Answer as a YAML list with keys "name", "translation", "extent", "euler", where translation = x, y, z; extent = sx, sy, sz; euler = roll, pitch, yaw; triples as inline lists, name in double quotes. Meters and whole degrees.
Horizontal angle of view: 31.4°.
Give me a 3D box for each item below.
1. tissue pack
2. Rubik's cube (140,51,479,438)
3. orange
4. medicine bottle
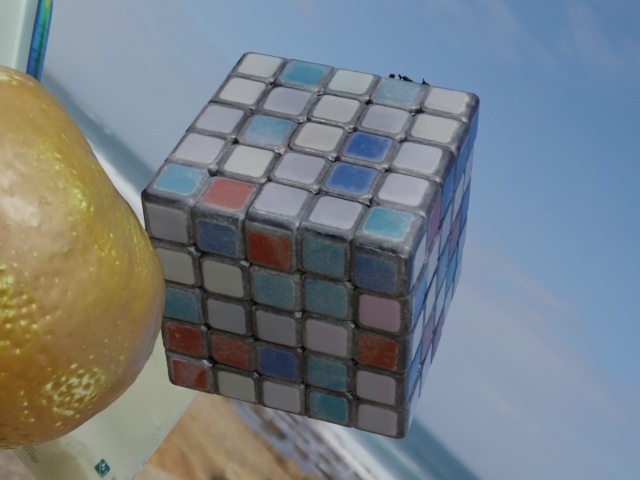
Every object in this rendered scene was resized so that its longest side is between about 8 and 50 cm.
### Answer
- name: "tissue pack"
  translation: [-0.397, 0.193, 1.803]
  extent: [0.207, 0.297, 0.380]
  euler: [1, -46, 37]
- name: "Rubik's cube"
  translation: [0.000, 0.000, 1.258]
  extent: [0.291, 0.293, 0.287]
  euler: [10, -47, 13]
- name: "orange"
  translation: [-0.201, 0.002, 0.653]
  extent: [0.237, 0.179, 0.158]
  euler: [62, 2, 11]
- name: "medicine bottle"
  translation: [-0.354, -0.173, 1.266]
  extent: [0.083, 0.229, 0.121]
  euler: [8, -2, -7]
